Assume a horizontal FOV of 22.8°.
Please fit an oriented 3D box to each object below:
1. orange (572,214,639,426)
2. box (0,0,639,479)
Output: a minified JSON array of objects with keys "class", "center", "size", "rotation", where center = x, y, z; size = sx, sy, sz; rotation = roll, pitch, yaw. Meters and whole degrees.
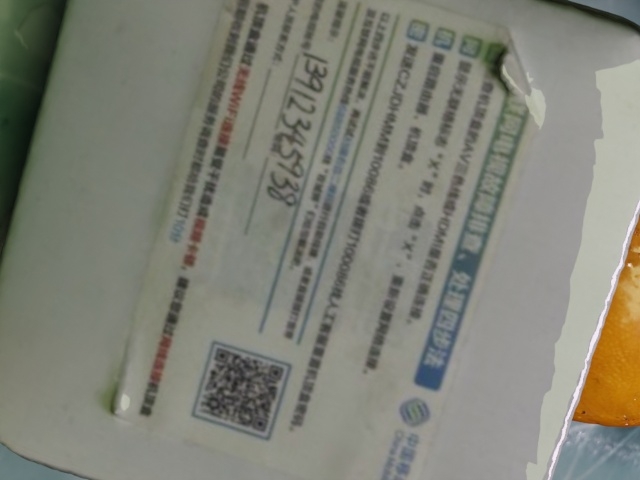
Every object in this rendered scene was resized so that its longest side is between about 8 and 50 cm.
[{"class":"orange","center":[0.219,0.020,1.187],"size":[0.240,0.240,0.240],"rotation":[-8,110,-22]},{"class":"box","center":[0.000,0.001,1.054],"size":[0.396,0.111,0.396],"rotation":[18,101,4]}]
